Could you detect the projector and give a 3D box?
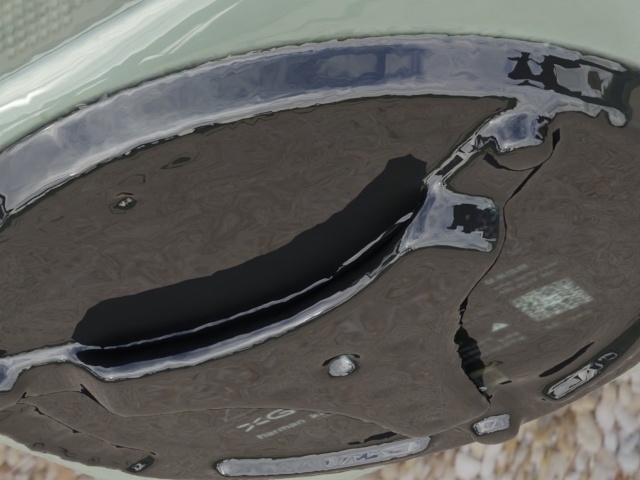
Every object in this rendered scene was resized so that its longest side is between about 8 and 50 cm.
[{"bbox_3d":[0.000,0.000,0.458,0.257,0.259,0.079,-24,57,25],"label":"projector"}]
